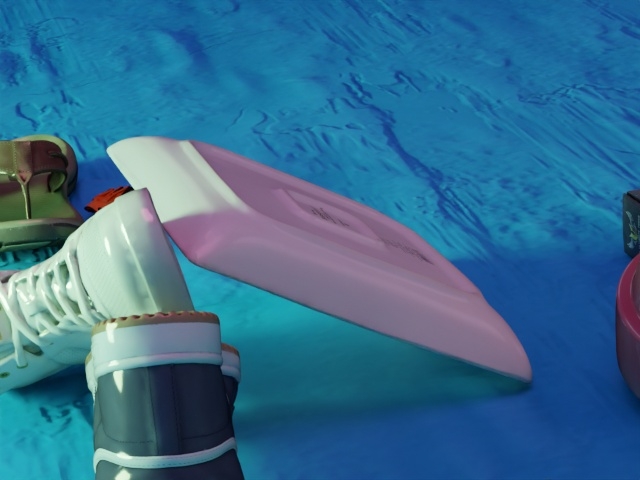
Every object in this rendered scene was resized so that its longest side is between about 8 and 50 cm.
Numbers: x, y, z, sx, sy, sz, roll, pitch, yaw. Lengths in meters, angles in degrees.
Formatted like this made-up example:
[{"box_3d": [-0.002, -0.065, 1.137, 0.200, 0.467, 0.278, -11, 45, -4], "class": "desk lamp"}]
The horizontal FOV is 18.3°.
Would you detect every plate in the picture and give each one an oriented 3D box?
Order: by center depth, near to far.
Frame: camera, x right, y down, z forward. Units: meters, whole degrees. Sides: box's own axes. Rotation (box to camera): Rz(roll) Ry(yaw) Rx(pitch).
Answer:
[{"box_3d": [0.000, 0.000, 1.448, 0.278, 0.045, 0.277, 21, 10, -23], "class": "plate"}]

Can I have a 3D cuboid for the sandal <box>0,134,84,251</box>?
[{"box_3d": [-0.273, -0.055, 1.760, 0.120, 0.086, 0.303, -6, 20, -7], "class": "sandal"}]

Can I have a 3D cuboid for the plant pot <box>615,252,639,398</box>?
[{"box_3d": [0.298, 0.005, 1.314, 0.201, 0.180, 0.201, -3, 33, 2], "class": "plant pot"}]

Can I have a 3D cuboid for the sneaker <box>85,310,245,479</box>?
[{"box_3d": [-0.092, 0.137, 1.222, 0.099, 0.153, 0.282, -7, -10, -2], "class": "sneaker"}]

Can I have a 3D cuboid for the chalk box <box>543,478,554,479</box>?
[{"box_3d": [0.134, 0.221, 0.809, 0.179, 0.180, 0.289, 9, 22, 31], "class": "chalk box"}]

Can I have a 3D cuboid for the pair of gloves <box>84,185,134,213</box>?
[{"box_3d": [-0.166, -0.034, 1.800, 0.083, 0.010, 0.074, 7, 21, 19], "class": "pair of gloves"}]

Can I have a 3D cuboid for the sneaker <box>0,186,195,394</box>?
[{"box_3d": [-0.176, 0.049, 1.336, 0.169, 0.108, 0.292, -17, -9, -10], "class": "sneaker"}]

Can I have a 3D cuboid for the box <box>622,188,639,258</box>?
[{"box_3d": [0.381, -0.006, 1.563, 0.232, 0.059, 0.183, -9, 20, -15], "class": "box"}]
